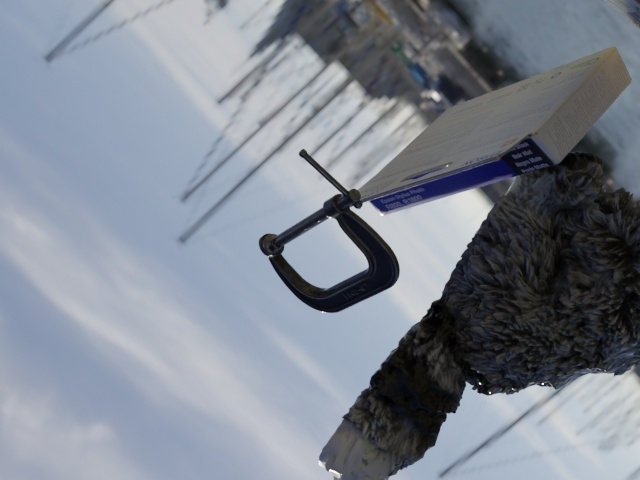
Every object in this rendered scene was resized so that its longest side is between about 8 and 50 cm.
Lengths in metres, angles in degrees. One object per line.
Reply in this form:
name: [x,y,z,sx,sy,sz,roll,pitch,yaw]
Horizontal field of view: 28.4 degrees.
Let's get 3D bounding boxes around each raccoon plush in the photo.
raccoon plush: [0.250,0.126,1.188,0.299,0.446,0.216,36,180,15]

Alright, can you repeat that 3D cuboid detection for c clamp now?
c clamp: [0.000,0.000,1.073,0.137,0.160,0.022,41,-128,-8]

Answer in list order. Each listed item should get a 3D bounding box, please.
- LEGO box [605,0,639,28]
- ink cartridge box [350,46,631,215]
LEGO box: [0.129,-0.368,0.930,0.500,0.193,0.372,40,-166,8]
ink cartridge box: [0.149,-0.085,1.173,0.223,0.224,0.045,-16,109,49]
